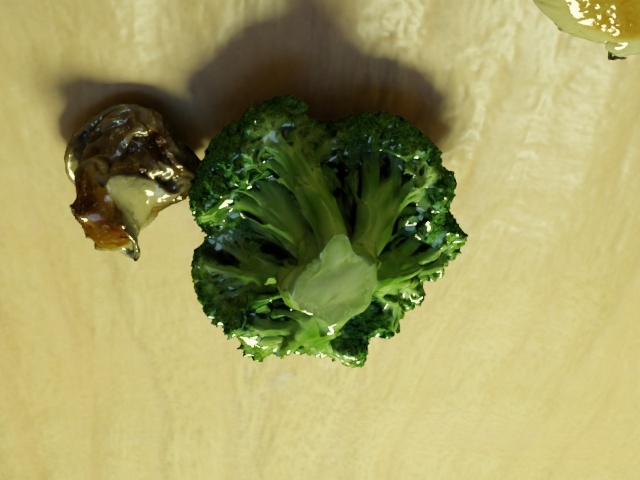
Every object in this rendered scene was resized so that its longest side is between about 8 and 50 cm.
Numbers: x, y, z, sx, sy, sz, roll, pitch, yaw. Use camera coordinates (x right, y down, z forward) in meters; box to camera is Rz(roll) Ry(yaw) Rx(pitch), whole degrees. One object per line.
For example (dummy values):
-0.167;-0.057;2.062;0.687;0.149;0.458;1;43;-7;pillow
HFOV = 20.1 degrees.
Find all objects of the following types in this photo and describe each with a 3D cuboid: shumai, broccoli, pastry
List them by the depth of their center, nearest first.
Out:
0.238;-0.216;1.395;0.166;0.088;0.166;3;147;2;pastry
0.000;0.000;1.627;0.261;0.241;0.269;32;100;-20;broccoli
-0.174;-0.044;1.662;0.145;0.116;0.145;1;146;1;shumai
